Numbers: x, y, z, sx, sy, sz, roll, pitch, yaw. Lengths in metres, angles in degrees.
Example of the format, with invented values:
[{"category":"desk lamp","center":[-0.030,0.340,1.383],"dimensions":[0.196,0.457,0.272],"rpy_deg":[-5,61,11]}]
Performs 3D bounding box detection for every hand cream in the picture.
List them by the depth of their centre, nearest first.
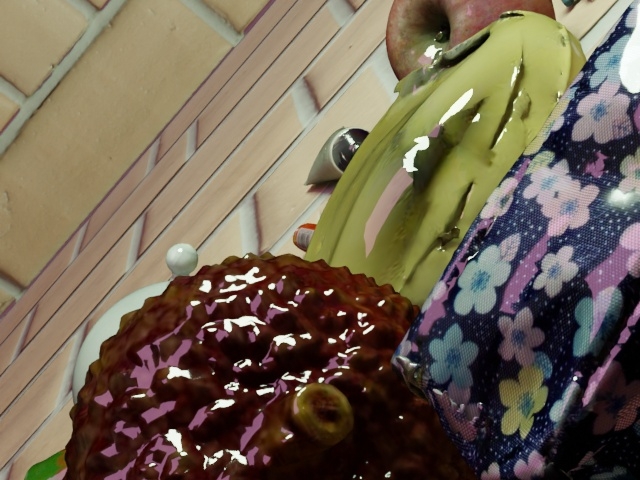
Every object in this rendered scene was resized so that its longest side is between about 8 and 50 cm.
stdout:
[{"category":"hand cream","center":[0.022,-0.098,1.234],"dimensions":[0.087,0.054,0.186],"rpy_deg":[-57,11,-4]}]

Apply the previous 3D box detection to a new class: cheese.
[{"category":"cheese","center":[0.077,-0.013,0.809],"dimensions":[0.315,0.128,0.259],"rpy_deg":[-60,9,-31]}]

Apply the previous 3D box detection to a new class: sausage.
[{"category":"sausage","center":[0.000,0.000,1.112],"dimensions":[0.034,0.034,0.129],"rpy_deg":[-54,17,-9]}]

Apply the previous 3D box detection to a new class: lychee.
[{"category":"lychee","center":[-0.030,0.130,0.610],"dimensions":[0.235,0.236,0.271],"rpy_deg":[-62,-6,-30]}]

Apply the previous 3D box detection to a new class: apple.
[{"category":"apple","center":[0.137,-0.187,0.961],"dimensions":[0.120,0.153,0.153],"rpy_deg":[-9,-17,-43]}]

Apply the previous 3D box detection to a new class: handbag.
[{"category":"handbag","center":[0.159,0.016,0.401],"dimensions":[0.228,0.208,0.127],"rpy_deg":[-59,33,-4]}]

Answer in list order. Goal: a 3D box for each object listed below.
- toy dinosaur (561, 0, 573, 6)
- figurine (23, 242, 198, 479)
[{"category":"toy dinosaur","center":[0.241,-0.250,1.014],"dimensions":[0.047,0.031,0.083],"rpy_deg":[-40,21,38]},{"category":"figurine","center":[-0.166,0.180,0.960],"dimensions":[0.370,0.167,0.281],"rpy_deg":[-56,11,14]}]
